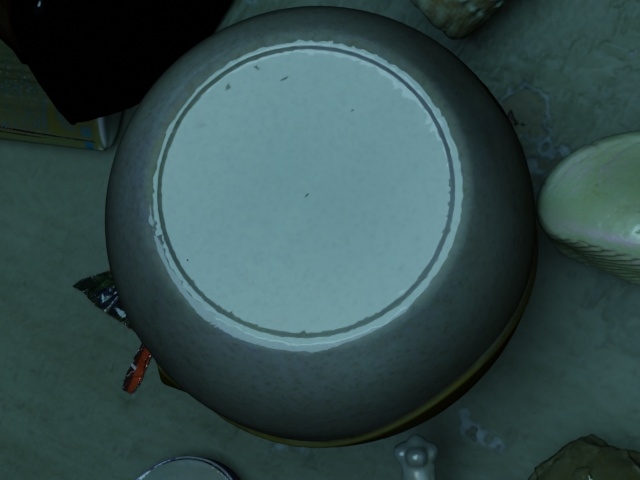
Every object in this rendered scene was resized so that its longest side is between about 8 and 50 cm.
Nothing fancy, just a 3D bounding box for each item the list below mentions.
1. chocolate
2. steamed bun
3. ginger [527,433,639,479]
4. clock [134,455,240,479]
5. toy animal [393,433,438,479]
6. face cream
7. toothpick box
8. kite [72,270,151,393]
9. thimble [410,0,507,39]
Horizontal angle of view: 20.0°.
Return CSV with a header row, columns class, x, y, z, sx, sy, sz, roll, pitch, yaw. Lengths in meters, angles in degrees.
class,x,y,z,sx,sy,sz,roll,pitch,yaw
chocolate,-0.267,-0.368,1.840,0.331,0.383,0.383,34,101,17
steamed bun,0.335,-0.032,1.749,0.239,0.170,0.152,21,83,17
ginger,0.360,0.302,1.762,0.304,0.155,0.244,-7,82,10
clock,-0.169,0.330,1.959,0.172,0.064,0.198,5,82,17
toy animal,0.127,0.343,1.845,0.140,0.138,0.282,7,86,11
face cream,-0.358,-0.184,2.023,0.285,0.067,0.139,8,91,17
toothpick box,0.000,0.000,1.723,0.409,0.425,0.409,-1,80,5
kite,-0.171,0.091,1.989,0.232,0.009,0.189,32,106,15
thimble,0.117,-0.322,1.800,0.148,0.196,0.229,-39,49,12
